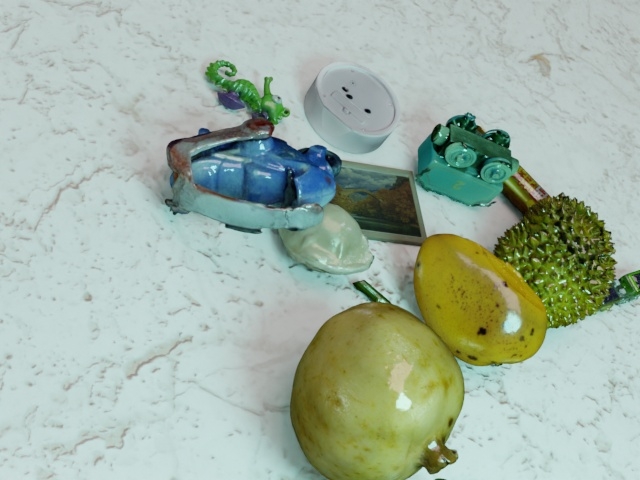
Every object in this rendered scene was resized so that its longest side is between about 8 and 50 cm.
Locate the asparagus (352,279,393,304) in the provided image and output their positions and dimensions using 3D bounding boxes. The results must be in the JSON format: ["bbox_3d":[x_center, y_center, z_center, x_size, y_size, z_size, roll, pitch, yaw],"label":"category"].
[{"bbox_3d":[0.106,0.109,1.697,0.108,0.025,0.021,41,69,-3],"label":"asparagus"}]

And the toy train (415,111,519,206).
[{"bbox_3d":[0.305,-0.164,1.898,0.203,0.163,0.112,22,50,-17],"label":"toy train"}]

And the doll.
[{"bbox_3d":[-0.145,-0.297,1.813,0.190,0.050,0.115,30,53,-6],"label":"doll"}]

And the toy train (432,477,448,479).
[{"bbox_3d":[0.136,0.443,1.363,0.226,0.090,0.137,2,52,-32],"label":"toy train"}]

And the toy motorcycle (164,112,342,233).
[{"bbox_3d":[-0.114,-0.093,1.607,0.319,0.182,0.241,2,61,-8],"label":"toy motorcycle"}]

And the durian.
[{"bbox_3d":[0.479,0.037,1.822,0.258,0.258,0.293,39,38,-1],"label":"durian"}]

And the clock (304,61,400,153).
[{"bbox_3d":[0.067,-0.280,1.906,0.197,0.068,0.197,14,54,-20],"label":"clock"}]

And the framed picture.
[{"bbox_3d":[0.094,-0.080,1.821,0.250,0.016,0.184,8,57,-25],"label":"framed picture"}]

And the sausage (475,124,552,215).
[{"bbox_3d":[0.434,-0.125,2.002,0.371,0.082,0.082,48,49,7],"label":"sausage"}]

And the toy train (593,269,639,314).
[{"bbox_3d":[0.641,0.110,1.957,0.202,0.081,0.060,-13,67,-34],"label":"toy train"}]

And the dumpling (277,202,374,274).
[{"bbox_3d":[0.000,0.000,1.657,0.199,0.118,0.136,38,56,24],"label":"dumpling"}]

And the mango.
[{"bbox_3d":[0.281,0.115,1.683,0.290,0.191,0.160,49,17,5],"label":"mango"}]

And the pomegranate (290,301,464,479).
[{"bbox_3d":[0.084,0.239,1.427,0.307,0.307,0.307,14,54,-21],"label":"pomegranate"}]
